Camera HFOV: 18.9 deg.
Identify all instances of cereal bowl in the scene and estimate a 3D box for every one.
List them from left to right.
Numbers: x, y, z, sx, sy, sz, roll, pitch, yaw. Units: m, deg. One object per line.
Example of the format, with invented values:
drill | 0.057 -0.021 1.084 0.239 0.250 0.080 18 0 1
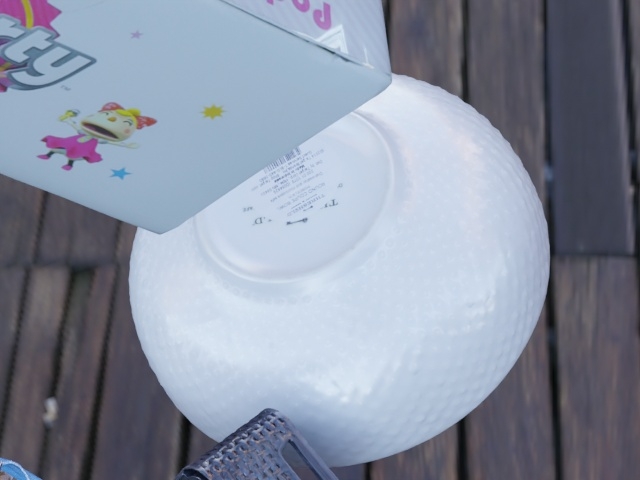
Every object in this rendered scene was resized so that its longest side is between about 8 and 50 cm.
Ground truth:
cereal bowl | 0.000 0.000 1.496 0.339 0.141 0.339 -10 57 15

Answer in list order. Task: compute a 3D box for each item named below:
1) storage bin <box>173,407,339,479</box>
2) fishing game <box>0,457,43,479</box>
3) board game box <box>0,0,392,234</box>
storage bin | -0.055 0.218 1.413 0.084 0.180 0.122 -34 80 -33
fishing game | -0.178 0.150 1.068 0.264 0.189 0.041 20 71 13
board game box | -0.102 -0.181 0.492 0.097 0.224 0.303 -31 51 36
